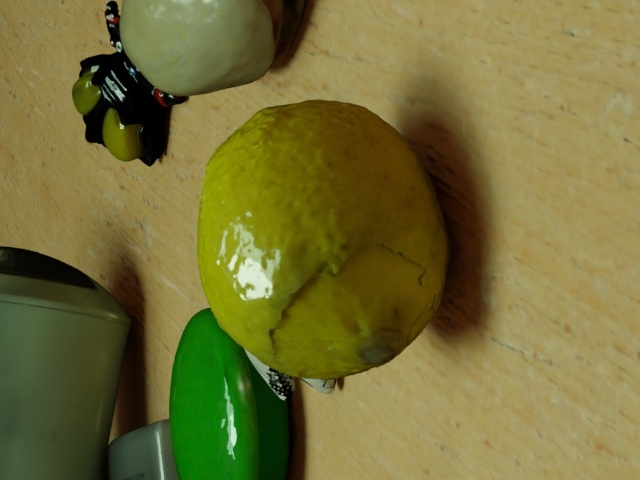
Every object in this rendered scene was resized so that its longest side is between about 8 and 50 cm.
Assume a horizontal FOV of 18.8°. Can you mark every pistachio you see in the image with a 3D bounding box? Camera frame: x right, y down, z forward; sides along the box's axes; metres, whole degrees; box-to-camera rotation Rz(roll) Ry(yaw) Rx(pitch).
[{"bbox_3d":[-0.088,-0.192,1.587,0.215,0.144,0.144,152,113,-63],"label":"pistachio"}]

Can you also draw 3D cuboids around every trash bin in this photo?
[{"bbox_3d":[-0.365,0.222,2.134,0.280,0.280,0.432,163,115,-70],"label":"trash bin"}]

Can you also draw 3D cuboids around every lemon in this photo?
[{"bbox_3d":[0.000,-0.003,1.297,0.180,0.180,0.193,140,133,-67],"label":"lemon"}]

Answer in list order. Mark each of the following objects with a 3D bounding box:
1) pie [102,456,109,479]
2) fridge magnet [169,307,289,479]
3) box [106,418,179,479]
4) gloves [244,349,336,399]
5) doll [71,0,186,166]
[{"bbox_3d":[-0.259,0.363,2.270,0.273,0.069,0.273,172,90,-70],"label":"pie"},{"bbox_3d":[-0.084,0.162,1.694,0.208,0.088,0.208,178,90,-71],"label":"fridge magnet"},{"bbox_3d":[-0.170,0.245,2.006,0.243,0.055,0.103,151,114,-68],"label":"box"},{"bbox_3d":[-0.032,0.025,1.502,0.127,0.111,0.212,41,124,58],"label":"gloves"},{"bbox_3d":[-0.196,-0.157,1.963,0.248,0.088,0.127,136,128,-61],"label":"doll"}]
